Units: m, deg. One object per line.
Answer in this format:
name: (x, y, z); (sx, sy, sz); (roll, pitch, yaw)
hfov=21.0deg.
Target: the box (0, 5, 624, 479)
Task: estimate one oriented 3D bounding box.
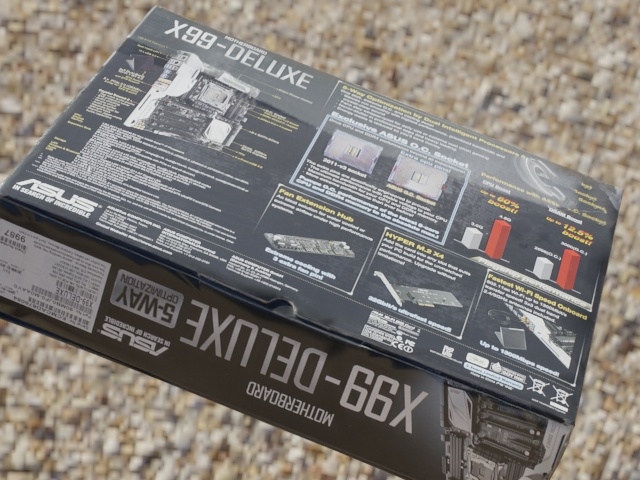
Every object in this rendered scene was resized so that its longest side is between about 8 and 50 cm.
box: (0.000, 0.000, 0.942); (0.307, 0.076, 0.242); (21, 33, 3)
